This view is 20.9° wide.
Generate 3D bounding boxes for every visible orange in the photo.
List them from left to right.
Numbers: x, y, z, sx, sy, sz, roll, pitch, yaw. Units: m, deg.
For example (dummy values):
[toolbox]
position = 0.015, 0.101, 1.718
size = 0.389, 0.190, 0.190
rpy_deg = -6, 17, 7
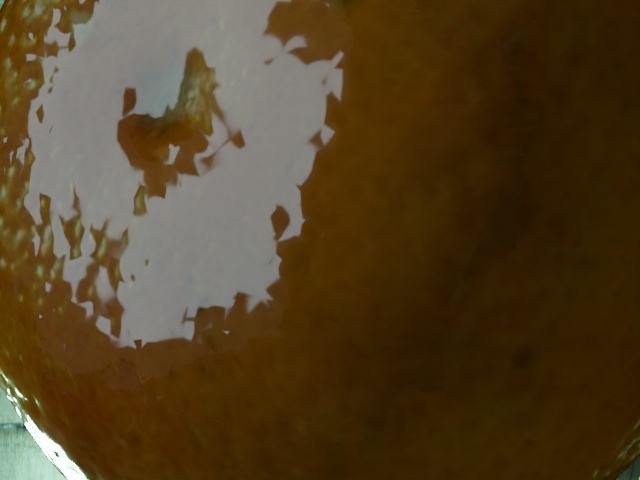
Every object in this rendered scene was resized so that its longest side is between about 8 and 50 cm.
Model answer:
[orange]
position = 0.019, -0.030, 0.896
size = 0.424, 0.326, 0.424
rpy_deg = -8, 76, 36

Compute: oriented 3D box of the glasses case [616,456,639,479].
[glasses case]
position = 0.165, 0.095, 0.938
size = 0.032, 0.021, 0.083
rpy_deg = 180, 100, -67
